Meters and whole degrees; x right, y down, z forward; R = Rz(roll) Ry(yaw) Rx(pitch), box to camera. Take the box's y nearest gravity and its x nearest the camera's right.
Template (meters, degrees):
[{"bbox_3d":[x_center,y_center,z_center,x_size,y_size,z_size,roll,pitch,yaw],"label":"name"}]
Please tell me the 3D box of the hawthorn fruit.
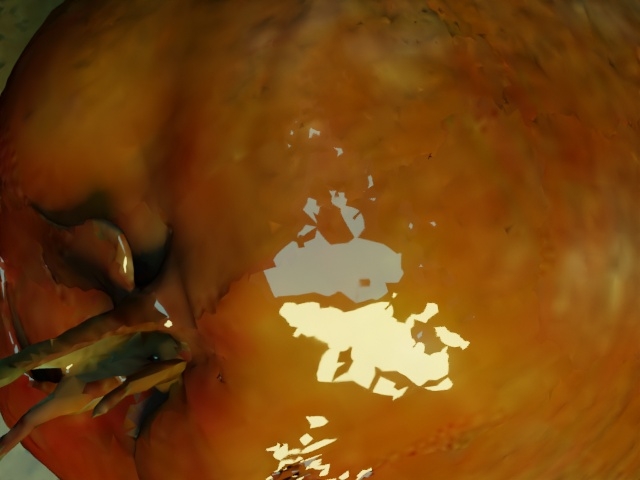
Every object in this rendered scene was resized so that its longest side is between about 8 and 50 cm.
[{"bbox_3d":[0.000,0.000,0.406,0.211,0.299,0.211,6,103,29],"label":"hawthorn fruit"}]
